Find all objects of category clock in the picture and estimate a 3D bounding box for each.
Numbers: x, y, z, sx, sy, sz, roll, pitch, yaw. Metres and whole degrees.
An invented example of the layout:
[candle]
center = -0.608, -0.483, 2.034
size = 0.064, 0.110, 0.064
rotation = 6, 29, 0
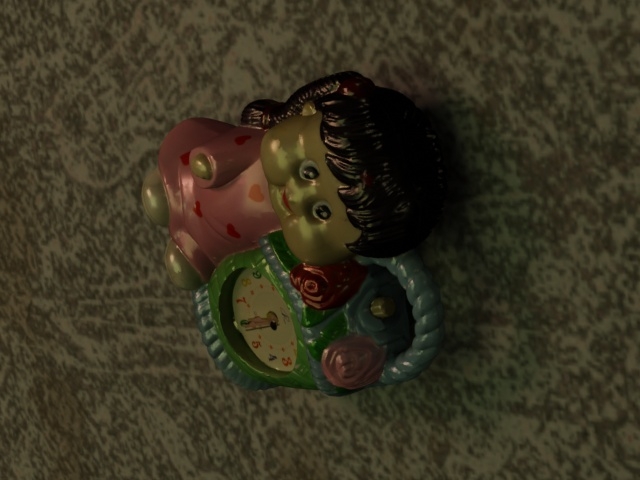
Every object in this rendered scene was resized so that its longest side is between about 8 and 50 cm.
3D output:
[clock]
center = 0.000, 0.000, 1.195
size = 0.195, 0.100, 0.194
rotation = -14, 99, 49
